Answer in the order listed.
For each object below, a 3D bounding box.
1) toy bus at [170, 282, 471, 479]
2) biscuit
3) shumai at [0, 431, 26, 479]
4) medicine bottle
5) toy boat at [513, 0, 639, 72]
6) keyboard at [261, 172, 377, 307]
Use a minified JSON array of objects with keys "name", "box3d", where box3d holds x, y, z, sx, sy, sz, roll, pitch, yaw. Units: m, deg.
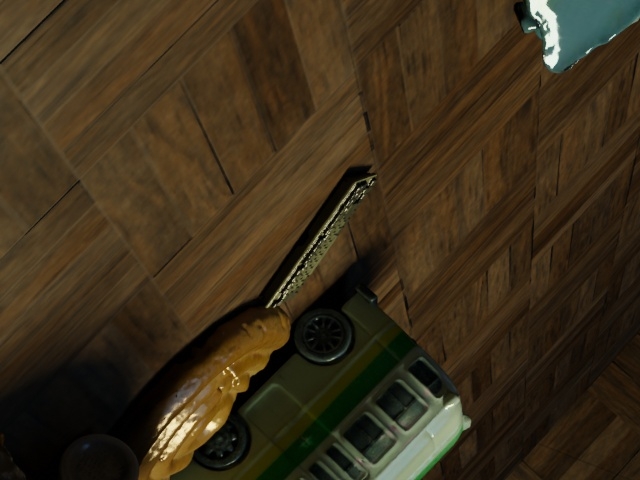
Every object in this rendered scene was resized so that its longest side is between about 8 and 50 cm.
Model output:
[{"name":"toy bus","box3d":[-0.010,0.191,1.477,0.276,0.165,0.133,-45,162,-15]},{"name":"biscuit","box3d":[-0.108,0.136,1.335,0.224,0.033,0.144,-50,164,0]},{"name":"shumai","box3d":[-0.214,0.228,1.010,0.166,0.175,0.206,-31,154,-46]},{"name":"medicine bottle","box3d":[-0.184,0.231,1.303,0.059,0.059,0.231,-37,159,-36]},{"name":"toy boat","box3d":[0.203,-0.221,1.235,0.238,0.109,0.098,110,-8,-51]},{"name":"keyboard","box3d":[0.000,0.000,1.333,0.129,0.015,0.049,-55,163,19]}]
